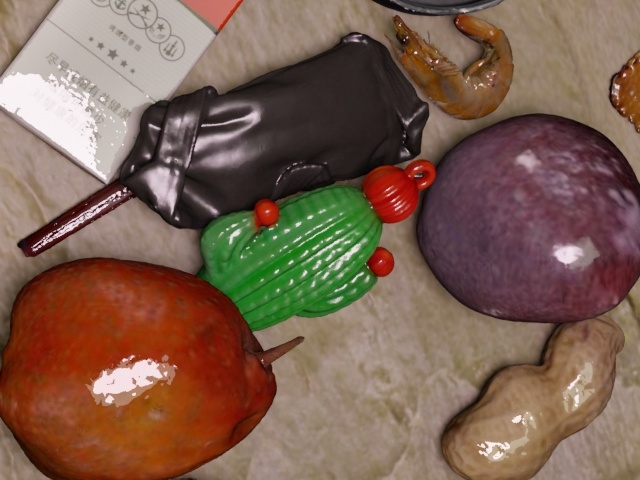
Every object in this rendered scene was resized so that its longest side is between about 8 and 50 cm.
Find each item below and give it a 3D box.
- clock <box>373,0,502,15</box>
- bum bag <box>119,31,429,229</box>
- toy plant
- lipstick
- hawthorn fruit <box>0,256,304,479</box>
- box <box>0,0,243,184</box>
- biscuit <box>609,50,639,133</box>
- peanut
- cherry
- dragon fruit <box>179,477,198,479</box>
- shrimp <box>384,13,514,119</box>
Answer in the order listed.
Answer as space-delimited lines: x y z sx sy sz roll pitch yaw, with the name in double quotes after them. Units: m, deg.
0.111 -0.356 1.338 0.281 0.055 0.280 -1 93 -17 "clock"
-0.040 -0.105 1.288 0.326 0.080 0.142 -19 106 -28 "bum bag"
-0.004 0.012 1.287 0.240 0.088 0.154 -15 132 -13 "toy plant"
-0.199 -0.036 1.270 0.176 0.027 0.027 -33 102 -13 "lipstick"
-0.141 0.114 1.187 0.262 0.210 0.210 -1 93 6 "hawthorn fruit"
-0.180 -0.188 1.264 0.139 0.035 0.245 36 82 -15 "box"
0.447 -0.155 1.476 0.237 0.013 0.232 -45 104 -11 "biscuit"
0.221 0.162 1.382 0.228 0.086 0.104 -36 99 -14 "peanut"
0.203 -0.022 1.311 0.213 0.266 0.183 -34 138 -12 "cherry"
-0.133 0.273 1.241 0.224 0.218 0.148 3 56 18 "dragon fruit"
0.133 -0.180 1.337 0.095 0.045 0.162 -38 128 16 "shrimp"
